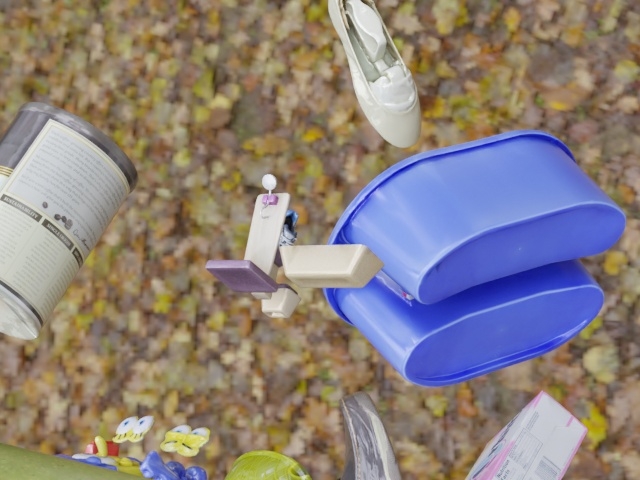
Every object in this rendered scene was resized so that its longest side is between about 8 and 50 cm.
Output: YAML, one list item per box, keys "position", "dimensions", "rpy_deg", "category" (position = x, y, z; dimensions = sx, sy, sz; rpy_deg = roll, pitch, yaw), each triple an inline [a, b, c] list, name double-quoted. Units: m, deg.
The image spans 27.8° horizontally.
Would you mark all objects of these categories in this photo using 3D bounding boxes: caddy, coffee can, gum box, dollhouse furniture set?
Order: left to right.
- position: [-0.413, -0.028, 1.832]
  dimensions: [0.201, 0.201, 0.275]
  rpy_deg: [3, 55, 45]
  category: "coffee can"
- position: [0.000, 0.000, 0.876]
  dimensions: [0.114, 0.091, 0.081]
  rpy_deg: [-1, 64, 30]
  category: "dollhouse furniture set"
- position: [0.168, 0.009, 1.437]
  dimensions: [0.179, 0.341, 0.241]
  rpy_deg: [49, 144, 43]
  category: "caddy"
- position: [0.178, 0.243, 1.256]
  dimensions: [0.062, 0.188, 0.107]
  rpy_deg: [40, 131, 5]
  category: "gum box"

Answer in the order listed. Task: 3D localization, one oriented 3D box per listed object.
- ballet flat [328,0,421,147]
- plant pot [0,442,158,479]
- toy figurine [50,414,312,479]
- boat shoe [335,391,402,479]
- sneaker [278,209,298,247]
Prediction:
- position: [0.081, -0.248, 1.815]
  dimensions: [0.086, 0.086, 0.248]
  rpy_deg: [-26, 90, 40]
  category: "ballet flat"
- position: [-0.157, 0.249, 0.830]
  dimensions: [0.276, 0.253, 0.276]
  rpy_deg: [-173, 90, -80]
  category: "plant pot"
- position: [-0.205, 0.299, 1.400]
  dimensions: [0.362, 0.217, 0.191]
  rpy_deg: [4, 87, 43]
  category: "toy figurine"
- position: [0.051, 0.384, 1.734]
  dimensions: [0.132, 0.130, 0.356]
  rpy_deg: [143, 118, -87]
  category: "boat shoe"
- position: [-0.070, 0.000, 2.118]
  dimensions: [0.058, 0.052, 0.135]
  rpy_deg: [-24, 39, 40]
  category: "sneaker"
